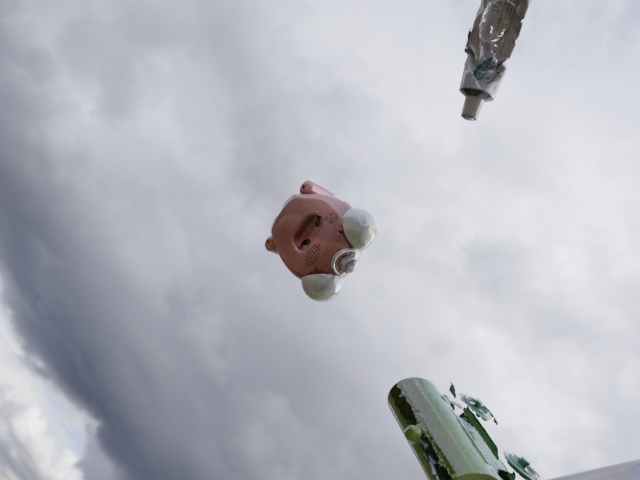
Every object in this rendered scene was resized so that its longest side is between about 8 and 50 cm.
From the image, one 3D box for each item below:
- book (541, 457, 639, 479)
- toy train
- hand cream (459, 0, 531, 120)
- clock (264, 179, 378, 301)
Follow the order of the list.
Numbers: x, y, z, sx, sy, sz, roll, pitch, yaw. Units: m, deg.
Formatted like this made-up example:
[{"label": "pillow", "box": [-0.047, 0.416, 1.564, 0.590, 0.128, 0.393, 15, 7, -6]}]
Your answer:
[{"label": "book", "box": [0.185, 0.122, 0.310, 0.241, 0.170, 0.018, -19, -94, 13]}, {"label": "toy train", "box": [0.221, 0.320, 1.104, 0.189, 0.126, 0.307, 40, 8, -24]}, {"label": "hand cream", "box": [0.249, -0.294, 0.978, 0.084, 0.050, 0.257, 13, -78, -4]}, {"label": "clock", "box": [0.000, 0.000, 1.118, 0.092, 0.166, 0.162, 24, 13, -49]}]
